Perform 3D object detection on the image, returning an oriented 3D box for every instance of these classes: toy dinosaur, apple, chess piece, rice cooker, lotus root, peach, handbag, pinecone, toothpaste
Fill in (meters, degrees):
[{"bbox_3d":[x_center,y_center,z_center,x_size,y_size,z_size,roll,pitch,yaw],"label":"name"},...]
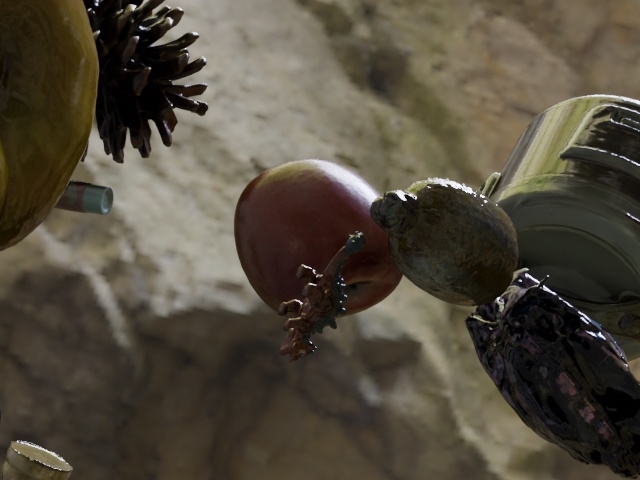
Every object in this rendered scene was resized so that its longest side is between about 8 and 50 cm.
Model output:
[{"bbox_3d":[0.000,0.055,1.746,0.154,0.055,0.049,-59,-157,24],"label":"toy dinosaur"},{"bbox_3d":[0.000,0.000,2.022,0.181,0.181,0.168,-54,-133,47],"label":"apple"},{"bbox_3d":[-0.399,0.363,2.372,0.200,0.090,0.090,-64,-160,3],"label":"chess piece"},{"bbox_3d":[0.377,-0.012,2.598,0.335,0.335,0.325,-54,-177,47],"label":"rice cooker"},{"bbox_3d":[0.120,-0.003,1.787,0.088,0.192,0.113,0,-109,42],"label":"lotus root"},{"bbox_3d":[-0.254,-0.106,1.223,0.153,0.251,0.251,-1,-108,39],"label":"peach"},{"bbox_3d":[0.251,0.140,1.867,0.127,0.228,0.208,-39,-172,2],"label":"handbag"},{"bbox_3d":[-0.259,-0.213,2.270,0.264,0.264,0.264,-165,-90,-71],"label":"pinecone"},{"bbox_3d":[-0.344,-0.061,2.193,0.056,0.205,0.036,-38,134,-64],"label":"toothpaste"}]

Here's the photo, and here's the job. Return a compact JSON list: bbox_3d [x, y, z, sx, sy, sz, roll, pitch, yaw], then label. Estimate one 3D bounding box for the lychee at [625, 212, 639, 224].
[{"bbox_3d":[0.476,-0.007,2.319,0.114,0.140,0.101,9,-61,47],"label":"lychee"}]
